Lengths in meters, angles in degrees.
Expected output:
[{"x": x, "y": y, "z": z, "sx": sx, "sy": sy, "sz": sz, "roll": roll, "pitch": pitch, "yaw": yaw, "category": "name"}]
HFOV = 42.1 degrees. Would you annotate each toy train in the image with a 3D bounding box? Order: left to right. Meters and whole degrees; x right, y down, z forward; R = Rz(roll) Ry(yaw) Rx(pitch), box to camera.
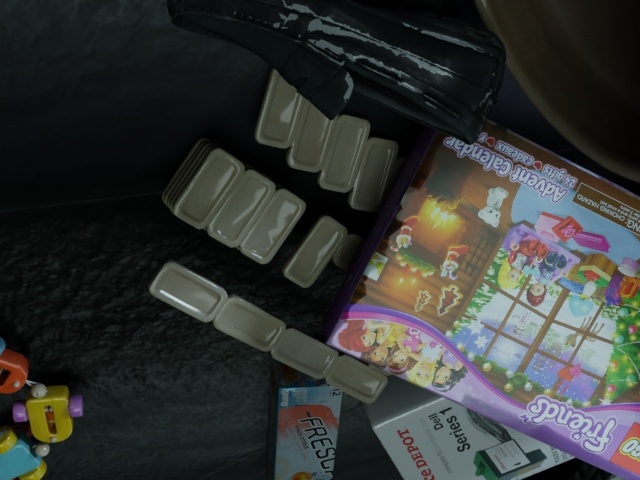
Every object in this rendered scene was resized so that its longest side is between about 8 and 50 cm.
[{"x": -0.276, "y": 0.147, "z": 0.718, "sx": 0.125, "sy": 0.046, "sz": 0.166, "roll": 21, "pitch": 117, "yaw": -23, "category": "toy train"}]

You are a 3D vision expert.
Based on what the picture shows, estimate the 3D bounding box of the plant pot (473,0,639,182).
[{"x": 0.235, "y": -0.192, "z": 0.457, "sx": 0.229, "sy": 0.263, "sz": 0.263, "roll": -28, "pitch": 129, "yaw": -11, "category": "plant pot"}]

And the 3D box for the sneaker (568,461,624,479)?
[{"x": 0.290, "y": 0.363, "z": 0.944, "sx": 0.410, "sy": 0.158, "sz": 0.182, "roll": -38, "pitch": 142, "yaw": 23, "category": "sneaker"}]

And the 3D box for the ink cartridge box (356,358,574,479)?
[{"x": 0.160, "y": 0.145, "z": 0.770, "sx": 0.219, "sy": 0.092, "sz": 0.160, "roll": -25, "pitch": 126, "yaw": 6, "category": "ink cartridge box"}]

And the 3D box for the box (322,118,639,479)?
[{"x": 0.175, "y": 0.045, "z": 0.639, "sx": 0.293, "sy": 0.057, "sz": 0.201, "roll": 25, "pitch": 101, "yaw": -8, "category": "box"}]

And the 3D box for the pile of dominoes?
[{"x": 0.000, "y": 0.000, "z": 0.660, "sx": 0.251, "sy": 0.040, "sz": 0.196, "roll": 32, "pitch": 95, "yaw": -31, "category": "pile of dominoes"}]

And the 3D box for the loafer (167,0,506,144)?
[{"x": 0.009, "y": -0.117, "z": 0.533, "sx": 0.223, "sy": 0.076, "sz": 0.078, "roll": 13, "pitch": 91, "yaw": -9, "category": "loafer"}]

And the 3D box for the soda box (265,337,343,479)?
[{"x": -0.018, "y": 0.178, "z": 0.779, "sx": 0.058, "sy": 0.063, "sz": 0.183, "roll": -3, "pitch": 127, "yaw": -9, "category": "soda box"}]
